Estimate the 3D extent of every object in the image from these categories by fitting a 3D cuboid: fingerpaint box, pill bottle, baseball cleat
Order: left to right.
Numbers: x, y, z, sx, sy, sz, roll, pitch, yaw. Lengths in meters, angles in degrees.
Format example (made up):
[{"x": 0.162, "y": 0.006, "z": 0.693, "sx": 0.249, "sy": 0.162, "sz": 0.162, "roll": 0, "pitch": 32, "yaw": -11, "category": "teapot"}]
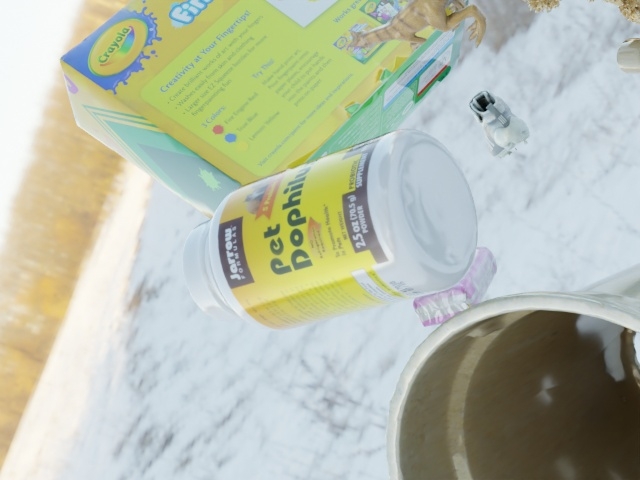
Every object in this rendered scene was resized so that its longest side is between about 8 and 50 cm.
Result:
[{"x": -0.073, "y": -0.250, "z": 1.650, "sx": 0.445, "sy": 0.371, "sz": 0.163, "roll": -47, "pitch": -20, "yaw": -25, "category": "fingerpaint box"}, {"x": 0.000, "y": 0.000, "z": 0.863, "sx": 0.215, "sy": 0.117, "sz": 0.117, "roll": -17, "pitch": 45, "yaw": 38, "category": "pill bottle"}, {"x": 0.285, "y": -0.190, "z": 1.860, "sx": 0.072, "sy": 0.109, "sz": 0.206, "roll": -38, "pitch": -4, "yaw": 0, "category": "baseball cleat"}]

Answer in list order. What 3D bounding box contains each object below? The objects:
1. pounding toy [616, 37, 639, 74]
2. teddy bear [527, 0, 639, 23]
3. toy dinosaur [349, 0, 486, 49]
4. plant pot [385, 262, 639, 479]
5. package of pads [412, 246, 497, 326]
[{"x": 0.275, "y": -0.255, "z": 1.084, "sx": 0.094, "sy": 0.181, "sz": 0.206, "roll": 6, "pitch": 98, "yaw": 61, "category": "pounding toy"}, {"x": 0.344, "y": -0.420, "z": 1.616, "sx": 0.113, "sy": 0.337, "sz": 0.245, "roll": 164, "pitch": 109, "yaw": -66, "category": "teddy bear"}, {"x": 0.112, "y": -0.232, "z": 1.134, "sx": 0.211, "sy": 0.112, "sz": 0.064, "roll": -40, "pitch": 52, "yaw": 42, "category": "toy dinosaur"}, {"x": 0.275, "y": 0.147, "z": 0.911, "sx": 0.305, "sy": 0.334, "sz": 0.334, "roll": -26, "pitch": -28, "yaw": -46, "category": "plant pot"}, {"x": 0.113, "y": 0.037, "z": 0.965, "sx": 0.050, "sy": 0.032, "sz": 0.083, "roll": -15, "pitch": 18, "yaw": 29, "category": "package of pads"}]
